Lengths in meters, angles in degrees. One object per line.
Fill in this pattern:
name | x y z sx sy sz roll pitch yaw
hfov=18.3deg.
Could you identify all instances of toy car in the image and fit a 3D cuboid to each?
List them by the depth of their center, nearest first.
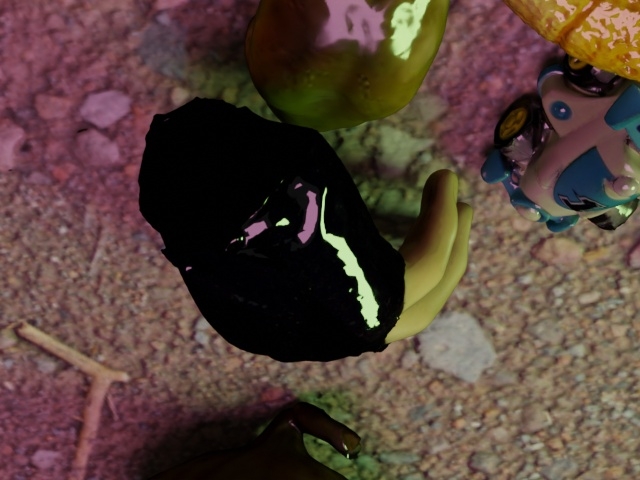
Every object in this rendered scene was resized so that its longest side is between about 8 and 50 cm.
toy car | 0.179 -0.051 1.256 0.126 0.098 0.161 38 122 -23

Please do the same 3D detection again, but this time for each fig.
fig | -0.047 0.248 1.475 0.235 0.214 0.235 -9 155 -4

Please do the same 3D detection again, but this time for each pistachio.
pistachio | 0.019 -0.131 1.193 0.110 0.100 0.189 32 124 5

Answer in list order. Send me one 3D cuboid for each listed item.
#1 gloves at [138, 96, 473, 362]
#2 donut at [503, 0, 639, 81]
gloves | -0.006 0.005 1.262 0.301 0.197 0.152 13 98 -52
donut | 0.199 -0.213 1.083 0.303 0.110 0.303 3 121 5
